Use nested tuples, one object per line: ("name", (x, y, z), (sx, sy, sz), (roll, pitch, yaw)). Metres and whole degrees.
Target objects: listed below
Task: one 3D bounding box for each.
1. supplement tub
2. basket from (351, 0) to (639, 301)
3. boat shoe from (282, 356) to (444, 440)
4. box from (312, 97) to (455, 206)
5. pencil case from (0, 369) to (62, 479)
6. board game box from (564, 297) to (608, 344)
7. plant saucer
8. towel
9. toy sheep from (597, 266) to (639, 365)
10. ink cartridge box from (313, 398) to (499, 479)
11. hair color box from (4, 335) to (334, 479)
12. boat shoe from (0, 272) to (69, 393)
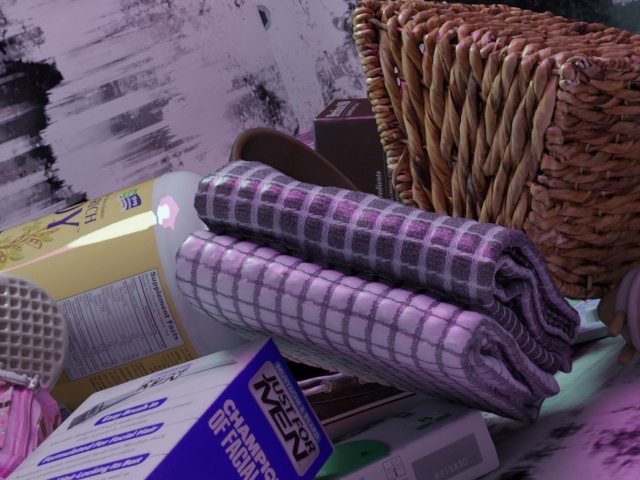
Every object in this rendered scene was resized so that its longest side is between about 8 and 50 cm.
("supplement tub", (-0.201, 0.063, 1.734), (0.331, 0.241, 0.241), (-19, 9, 9))
("basket", (0.176, -0.078, 1.334), (0.223, 0.214, 0.299), (21, 18, 35))
("boat shoe", (0.059, 0.080, 1.369), (0.306, 0.105, 0.113), (-20, 47, 4))
("box", (0.193, -0.113, 1.983), (0.381, 0.143, 0.191), (-4, 12, 9))
("pencil case", (-0.287, 0.212, 1.286), (0.160, 0.167, 0.386), (-7, 8, -8))
("board game box", (0.348, -0.013, 1.546), (0.390, 0.050, 0.390), (-17, 12, 16))
("plant saucer", (0.000, 0.000, 1.646), (0.041, 0.278, 0.278), (-40, 1, 23))
("towel", (0.055, 0.039, 1.155), (0.235, 0.121, 0.283), (14, -9, 23))
("toy sheep", (0.279, 0.057, 1.243), (0.132, 0.091, 0.091), (5, 22, 36))
("ink cartridge box", (0.007, 0.175, 1.221), (0.181, 0.056, 0.224), (-23, 11, -21))
("hair color box", (-0.149, 0.206, 1.017), (0.185, 0.110, 0.339), (-20, 17, 35))
("boat shoe", (-0.462, 0.203, 1.524), (0.500, 0.187, 0.156), (-41, 9, -24))
